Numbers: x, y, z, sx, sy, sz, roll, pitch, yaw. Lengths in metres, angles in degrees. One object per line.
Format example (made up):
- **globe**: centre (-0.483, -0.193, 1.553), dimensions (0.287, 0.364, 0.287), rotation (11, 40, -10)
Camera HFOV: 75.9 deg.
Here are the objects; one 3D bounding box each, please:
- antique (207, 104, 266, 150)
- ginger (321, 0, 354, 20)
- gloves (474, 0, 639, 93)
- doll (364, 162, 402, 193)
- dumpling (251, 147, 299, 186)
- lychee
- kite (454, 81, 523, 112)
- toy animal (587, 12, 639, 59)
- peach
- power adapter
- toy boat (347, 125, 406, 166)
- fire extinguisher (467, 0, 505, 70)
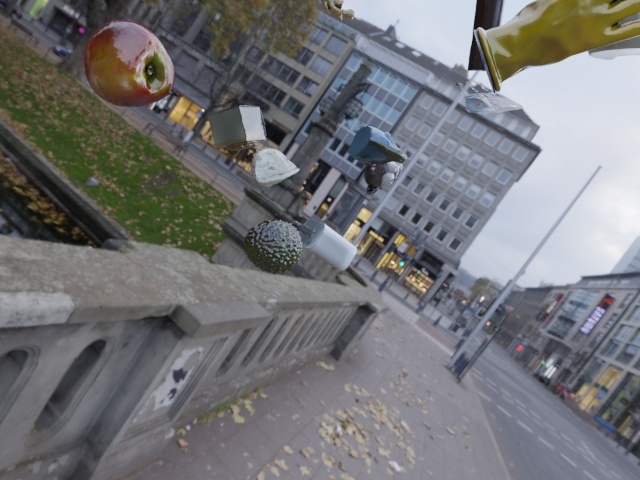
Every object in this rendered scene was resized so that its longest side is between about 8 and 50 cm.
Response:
- **antique**: centre (-0.299, -0.408, 1.502), dimensions (0.151, 0.148, 0.146), rotation (-5, 12, 25)
- **ginger**: centre (0.070, -0.898, 1.516), dimensions (0.194, 0.176, 0.052), rotation (62, -32, 14)
- **gloves**: centre (0.421, -0.364, 0.680), dimensions (0.133, 0.294, 0.116), rotation (67, 26, -7)
- **doll**: centre (0.247, -0.272, 1.591), dimensions (0.117, 0.182, 0.257), rotation (19, 20, 18)
- **dumpling**: centre (-0.143, -0.229, 1.315), dimensions (0.154, 0.181, 0.111), rotation (1, -31, -3)
- **lychee**: centre (-0.131, 0.017, 1.129), dimensions (0.171, 0.171, 0.171), rotation (35, 4, -3)
- **kite**: centre (0.431, -0.386, 1.096), dimensions (0.141, 0.015, 0.245), rotation (-1, 36, -1)
- **toy animal**: centre (0.754, -0.618, 0.948), dimensions (0.196, 0.369, 0.241), rotation (20, 12, 41)
- **peach**: centre (-0.617, -0.562, 1.303), dimensions (0.274, 0.246, 0.248), rotation (14, 28, 24)
- **power adapter**: centre (0.000, 0.000, 1.668), dimensions (0.255, 0.124, 0.187), rotation (36, -6, -27)
- **toy boat**: centre (0.115, -0.186, 0.838), dimensions (0.077, 0.075, 0.185), rotation (23, 7, -13)
- **fire extinguisher**: centre (0.439, -0.584, 1.069), dimensions (0.072, 0.268, 0.089), rotation (14, 21, 33)
